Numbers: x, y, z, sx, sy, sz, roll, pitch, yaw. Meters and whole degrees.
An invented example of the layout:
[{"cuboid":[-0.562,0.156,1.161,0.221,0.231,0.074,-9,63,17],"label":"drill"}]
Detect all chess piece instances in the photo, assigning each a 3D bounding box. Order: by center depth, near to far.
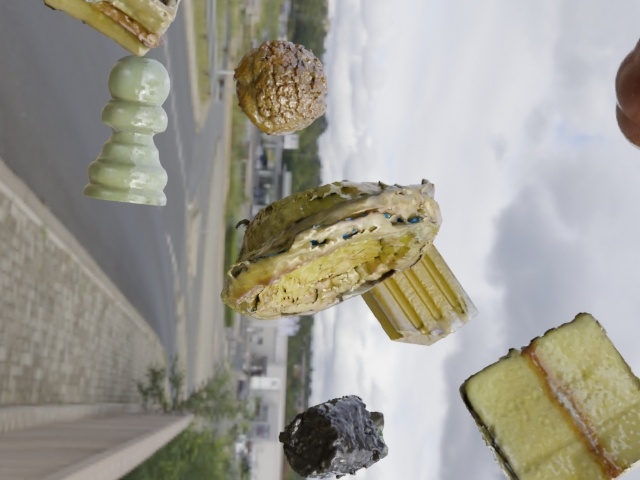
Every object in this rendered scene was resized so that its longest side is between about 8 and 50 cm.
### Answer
[{"cuboid":[-0.323,-0.193,1.497,0.144,0.144,0.251,-124,-138,-85],"label":"chess piece"}]

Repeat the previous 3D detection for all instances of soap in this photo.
[{"cuboid":[0.135,0.063,1.408,0.232,0.140,0.073,56,-21,7],"label":"soap"}]

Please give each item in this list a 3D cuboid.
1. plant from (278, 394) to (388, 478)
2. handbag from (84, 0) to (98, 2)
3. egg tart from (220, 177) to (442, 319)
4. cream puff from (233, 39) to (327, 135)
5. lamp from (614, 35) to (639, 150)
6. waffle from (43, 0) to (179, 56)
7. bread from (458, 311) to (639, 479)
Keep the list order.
[{"cuboid":[0.031,0.327,1.455,0.131,0.203,0.142,-38,-118,30],"label":"plant"},{"cuboid":[-0.114,-0.326,0.620,0.241,0.222,0.263,62,19,-12],"label":"handbag"},{"cuboid":[0.000,0.000,0.971,0.291,0.290,0.107,100,-31,-69],"label":"egg tart"},{"cuboid":[-0.053,-0.239,1.343,0.150,0.115,0.165,49,45,-29],"label":"cream puff"},{"cuboid":[0.639,-0.261,1.440,0.240,0.305,0.305,-89,-177,-50],"label":"lamp"},{"cuboid":[-0.302,-0.462,1.302,0.114,0.261,0.376,-40,-150,38],"label":"waffle"},{"cuboid":[0.382,0.267,1.359,0.236,0.263,0.198,61,-6,-4],"label":"bread"}]
